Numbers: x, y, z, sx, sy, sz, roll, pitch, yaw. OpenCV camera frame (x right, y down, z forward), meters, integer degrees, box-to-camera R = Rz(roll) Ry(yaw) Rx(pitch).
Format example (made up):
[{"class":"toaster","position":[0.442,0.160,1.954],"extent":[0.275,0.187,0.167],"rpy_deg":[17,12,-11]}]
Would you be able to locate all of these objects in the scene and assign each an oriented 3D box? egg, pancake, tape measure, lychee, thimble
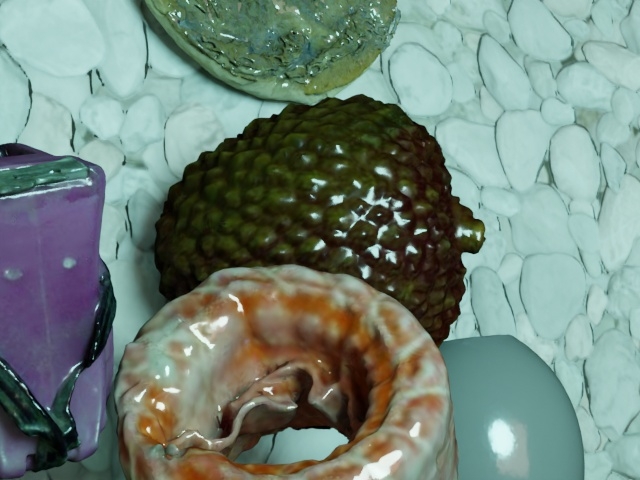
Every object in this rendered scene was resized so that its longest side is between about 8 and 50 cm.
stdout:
[{"class":"egg","position":[0.139,0.199,1.224],"extent":[0.176,0.176,0.232],"rpy_deg":[-2,84,-33]},{"class":"pancake","position":[-0.049,-0.248,1.305],"extent":[0.282,0.049,0.282],"rpy_deg":[10,71,-31]},{"class":"tape measure","position":[-0.224,0.046,0.986],"extent":[0.149,0.245,0.232],"rpy_deg":[-13,110,-31]},{"class":"lychee","position":[0.000,0.000,1.166],"extent":[0.271,0.236,0.236],"rpy_deg":[-1,76,-10]},{"class":"thimble","position":[-0.022,0.139,0.991],"extent":[0.239,0.239,0.162],"rpy_deg":[-49,147,-33]}]
